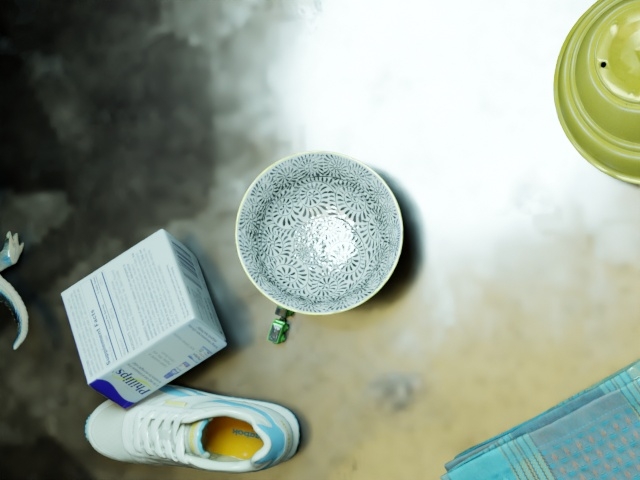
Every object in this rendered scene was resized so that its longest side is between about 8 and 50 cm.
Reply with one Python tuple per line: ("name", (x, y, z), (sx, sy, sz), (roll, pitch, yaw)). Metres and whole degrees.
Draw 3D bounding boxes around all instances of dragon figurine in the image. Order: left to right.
("dragon figurine", (-0.410, 0.006, 1.965), (0.144, 0.085, 0.289), (-26, 82, 12))

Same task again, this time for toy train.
("toy train", (-0.037, 0.069, 1.898), (0.017, 0.023, 0.083), (18, 93, 14))

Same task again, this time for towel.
("towel", (0.304, 0.326, 1.755), (0.271, 0.040, 0.370), (-34, 80, 31))

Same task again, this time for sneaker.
("sneaker", (-0.142, 0.197, 1.887), (0.228, 0.092, 0.087), (0, 90, 16))

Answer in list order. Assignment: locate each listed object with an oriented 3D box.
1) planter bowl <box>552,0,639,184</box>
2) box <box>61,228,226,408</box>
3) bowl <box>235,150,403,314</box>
("planter bowl", (0.323, -0.169, 1.757), (0.217, 0.090, 0.217), (-5, 76, 19))
("box", (-0.185, 0.082, 1.888), (0.137, 0.072, 0.126), (-32, 52, 11))
("bowl", (0.000, 0.000, 1.853), (0.170, 0.080, 0.170), (-1, 77, 2))
